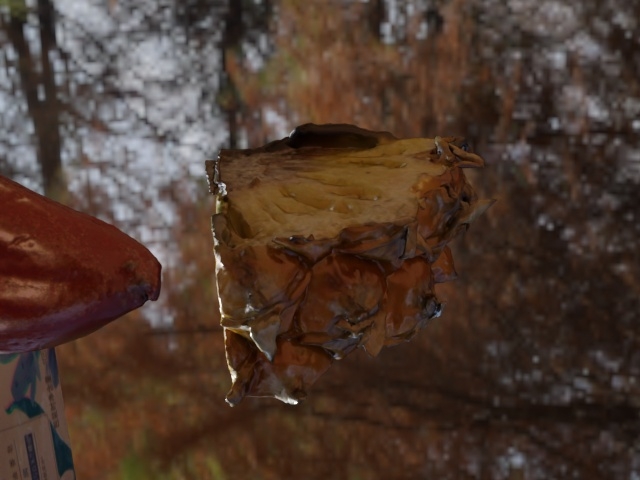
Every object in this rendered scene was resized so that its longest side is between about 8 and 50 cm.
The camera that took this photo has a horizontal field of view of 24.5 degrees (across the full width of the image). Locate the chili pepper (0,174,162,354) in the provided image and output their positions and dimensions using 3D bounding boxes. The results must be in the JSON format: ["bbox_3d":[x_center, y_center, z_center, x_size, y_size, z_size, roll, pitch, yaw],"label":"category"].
[{"bbox_3d":[-0.249,0.021,1.120,0.252,0.136,0.144,17,-141,-4],"label":"chili pepper"}]

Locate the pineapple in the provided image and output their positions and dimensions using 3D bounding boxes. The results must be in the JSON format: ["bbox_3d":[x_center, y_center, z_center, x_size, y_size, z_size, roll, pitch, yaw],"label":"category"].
[{"bbox_3d":[0.000,0.000,0.924,0.186,0.114,0.236,22,-144,31],"label":"pineapple"}]

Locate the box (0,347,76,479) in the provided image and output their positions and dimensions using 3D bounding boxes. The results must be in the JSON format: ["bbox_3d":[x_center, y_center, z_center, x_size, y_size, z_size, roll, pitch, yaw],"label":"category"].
[{"bbox_3d":[-0.330,0.231,1.397,0.116,0.274,0.203,-8,-179,24],"label":"box"}]
